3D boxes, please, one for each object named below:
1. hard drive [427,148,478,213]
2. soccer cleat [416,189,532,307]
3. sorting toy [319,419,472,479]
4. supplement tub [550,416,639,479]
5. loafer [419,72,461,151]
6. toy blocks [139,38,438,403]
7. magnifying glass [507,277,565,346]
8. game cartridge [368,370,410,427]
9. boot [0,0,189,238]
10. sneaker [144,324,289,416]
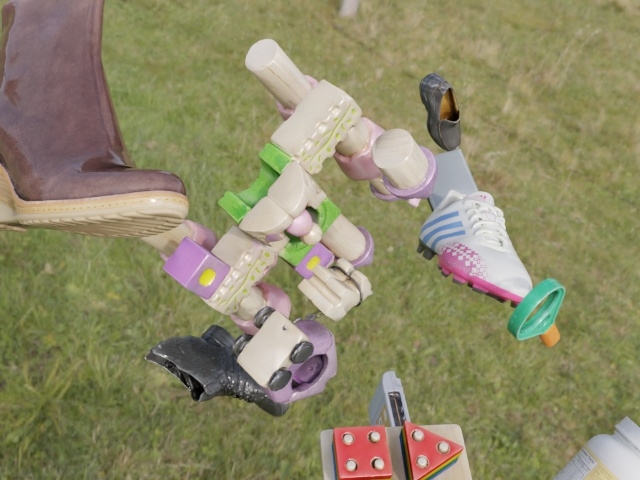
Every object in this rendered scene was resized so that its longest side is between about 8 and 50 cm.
[{"bbox_3d":[0.238,-0.100,1.405,0.094,0.022,0.135,-14,66,-9],"label":"hard drive"},{"bbox_3d":[0.243,-0.005,1.191,0.116,0.143,0.331,23,8,-17],"label":"soccer cleat"},{"bbox_3d":[0.138,0.417,1.259,0.255,0.089,0.257,-1,50,-6],"label":"sorting toy"},{"bbox_3d":[0.564,0.535,1.483,0.241,0.331,0.241,42,5,-5],"label":"supplement tub"},{"bbox_3d":[0.233,-0.229,1.415,0.062,0.170,0.061,-39,41,-10],"label":"loafer"},{"bbox_3d":[0.000,0.000,0.835,0.309,0.288,0.260,39,-2,37],"label":"toy blocks"},{"bbox_3d":[0.306,0.111,1.046,0.026,0.092,0.231,43,1,28],"label":"magnifying glass"},{"bbox_3d":[0.179,0.499,1.868,0.062,0.198,0.297,1,51,-15],"label":"game cartridge"},{"bbox_3d":[-0.196,-0.109,0.606,0.248,0.207,0.090,3,-7,34],"label":"boot"},{"bbox_3d":[-0.120,0.169,0.907,0.170,0.051,0.089,49,52,-6],"label":"sneaker"}]
